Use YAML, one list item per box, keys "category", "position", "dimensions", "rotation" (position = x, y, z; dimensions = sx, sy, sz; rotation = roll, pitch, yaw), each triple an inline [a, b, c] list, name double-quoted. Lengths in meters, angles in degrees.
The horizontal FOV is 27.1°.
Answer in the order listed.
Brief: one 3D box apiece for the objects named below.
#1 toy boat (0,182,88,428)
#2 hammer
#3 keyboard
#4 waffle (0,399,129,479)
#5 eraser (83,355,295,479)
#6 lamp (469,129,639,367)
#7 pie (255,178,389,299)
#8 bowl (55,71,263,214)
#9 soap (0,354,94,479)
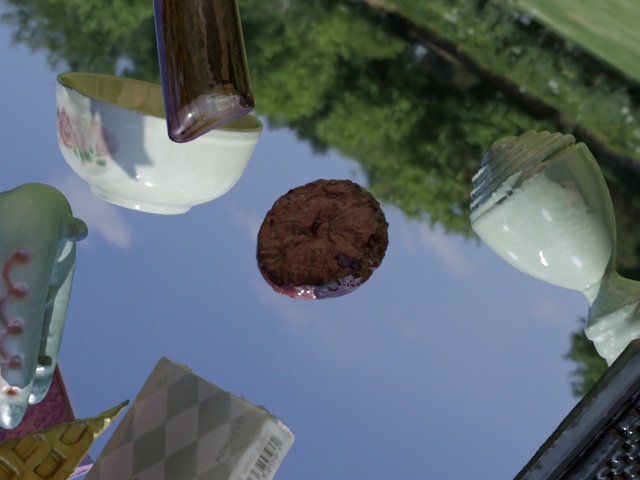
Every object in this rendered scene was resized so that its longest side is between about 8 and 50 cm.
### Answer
- category: "toy boat"
  position: [-0.244, 0.054, 1.145]
  dimensions: [0.079, 0.207, 0.134]
  rotation: [7, -172, 5]
- category: "hammer"
  position: [-0.102, -0.275, 0.964]
  dimensions: [0.095, 0.243, 0.408]
  rotation: [25, -125, -67]
- category: "keyboard"
  position: [0.095, 0.142, 0.605]
  dimensions: [0.094, 0.230, 0.025]
  rotation: [29, -166, -48]
- category: "waffle"
  position: [-0.251, 0.163, 1.088]
  dimensions: [0.125, 0.191, 0.032]
  rotation: [46, 147, -18]
- category: "eraser"
  position: [-0.222, 0.376, 1.791]
  dimensions: [0.213, 0.396, 0.082]
  rotation: [26, 160, 12]
- category: "lamp"
  position: [0.187, 0.003, 0.990]
  dimensions: [0.193, 0.106, 0.106]
  rotation: [54, -167, 5]
- category: "pie"
  position: [0.000, 0.000, 1.405]
  dimensions: [0.154, 0.154, 0.036]
  rotation: [42, 172, 39]
- category: "bowl"
  position: [-0.223, -0.121, 1.745]
  dimensions: [0.277, 0.145, 0.277]
  rotation: [13, -166, -3]
- category: "soap"
  position: [-0.438, 0.228, 1.851]
  dimensions: [0.081, 0.181, 0.259]
  rotation: [80, 168, -64]
